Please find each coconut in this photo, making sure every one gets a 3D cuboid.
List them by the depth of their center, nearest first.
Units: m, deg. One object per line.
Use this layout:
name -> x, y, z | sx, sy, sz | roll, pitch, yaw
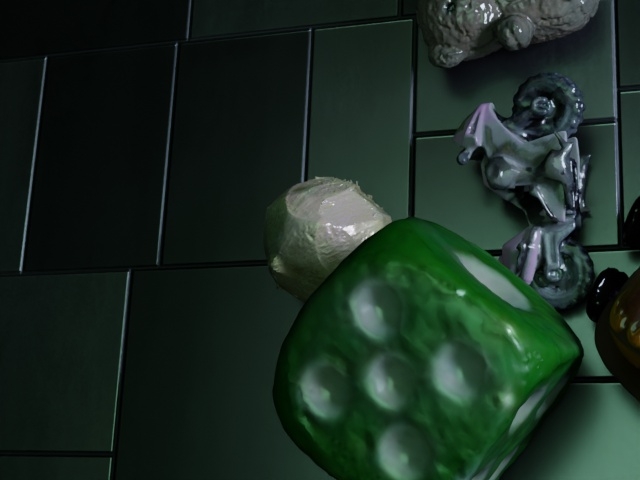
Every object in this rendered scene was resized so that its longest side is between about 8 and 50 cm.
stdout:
coconut -> 0.002, 0.003, 1.672 | 0.194, 0.194, 0.195 | -5, 72, 17

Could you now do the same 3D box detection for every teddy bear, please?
teddy bear -> 0.269, -0.357, 1.707 | 0.267, 0.151, 0.236 | -7, 51, 14

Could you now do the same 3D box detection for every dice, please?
dice -> 0.137, 0.164, 1.485 | 0.287, 0.297, 0.300 | 38, 104, 19

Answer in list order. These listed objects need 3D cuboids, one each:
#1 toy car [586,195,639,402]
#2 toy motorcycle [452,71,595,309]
toy car -> 0.479, 0.054, 1.460 | 0.271, 0.240, 0.341 | 22, 85, 21
toy motorcycle -> 0.281, -0.066, 1.627 | 0.188, 0.143, 0.327 | -4, 88, 24
